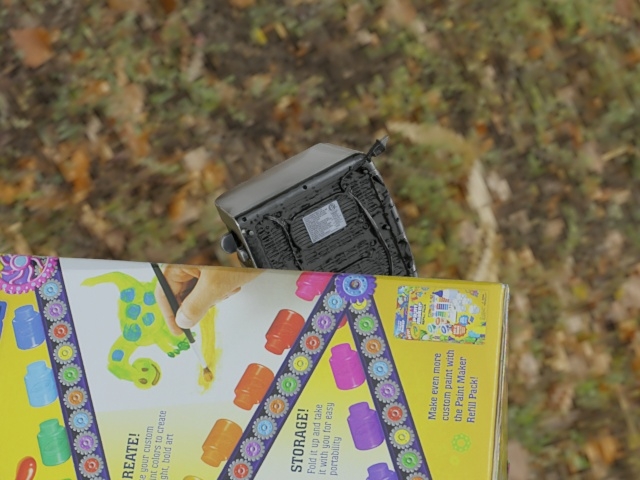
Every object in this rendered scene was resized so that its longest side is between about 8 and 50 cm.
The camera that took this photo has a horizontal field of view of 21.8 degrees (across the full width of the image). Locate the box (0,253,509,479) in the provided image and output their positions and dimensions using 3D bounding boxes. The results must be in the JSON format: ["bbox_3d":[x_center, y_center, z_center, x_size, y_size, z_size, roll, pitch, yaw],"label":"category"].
[{"bbox_3d":[-0.046,0.146,0.860,0.290,0.279,0.177,75,20,-65],"label":"box"}]

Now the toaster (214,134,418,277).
[{"bbox_3d":[0.000,0.000,1.692,0.186,0.110,0.168,-29,112,-15],"label":"toaster"}]
